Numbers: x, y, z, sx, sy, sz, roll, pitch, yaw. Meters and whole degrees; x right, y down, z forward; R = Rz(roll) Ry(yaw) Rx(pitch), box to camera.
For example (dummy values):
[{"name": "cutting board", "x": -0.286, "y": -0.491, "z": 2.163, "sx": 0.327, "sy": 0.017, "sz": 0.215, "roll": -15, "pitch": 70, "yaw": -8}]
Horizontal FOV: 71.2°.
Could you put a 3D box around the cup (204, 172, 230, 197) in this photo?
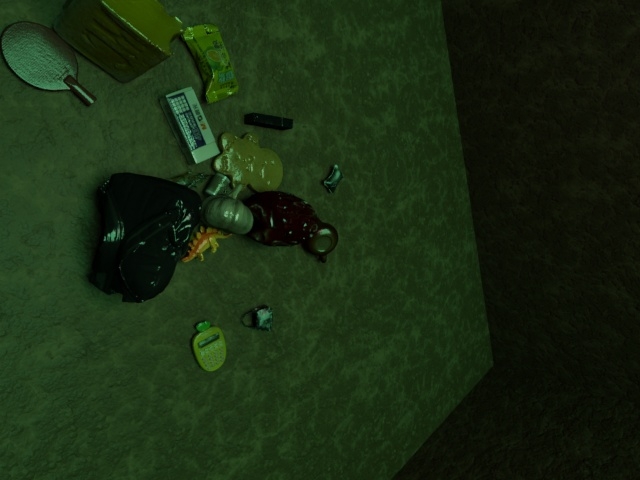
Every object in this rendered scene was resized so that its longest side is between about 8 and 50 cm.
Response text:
[{"name": "cup", "x": -0.437, "y": -0.219, "z": 1.884, "sx": 0.074, "sy": 0.102, "sz": 0.099, "roll": 28, "pitch": 72, "yaw": 0}]

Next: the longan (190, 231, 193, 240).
[{"name": "longan", "x": -0.550, "y": -0.023, "z": 1.791, "sx": 0.075, "sy": 0.083, "sz": 0.075, "roll": 32, "pitch": 30, "yaw": -20}]

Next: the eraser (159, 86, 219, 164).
[{"name": "eraser", "x": -0.516, "y": -0.452, "z": 1.776, "sx": 0.124, "sy": 0.081, "sz": 0.278, "roll": -36, "pitch": 116, "yaw": -34}]

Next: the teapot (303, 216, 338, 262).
[{"name": "teapot", "x": 0.000, "y": 0.000, "z": 2.256, "sx": 0.178, "sy": 0.135, "sz": 0.252, "roll": -12, "pitch": 124, "yaw": -7}]

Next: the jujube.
[{"name": "jujube", "x": -0.179, "y": -0.096, "z": 1.996, "sx": 0.377, "sy": 0.258, "sz": 0.258, "roll": -2, "pitch": 94, "yaw": -37}]

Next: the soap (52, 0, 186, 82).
[{"name": "soap", "x": -0.659, "y": -0.693, "z": 1.454, "sx": 0.293, "sy": 0.335, "sz": 0.156, "roll": 34, "pitch": 63, "yaw": -42}]

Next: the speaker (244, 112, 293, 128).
[{"name": "speaker", "x": -0.232, "y": -0.538, "z": 2.026, "sx": 0.218, "sy": 0.082, "sz": 0.044, "roll": -3, "pitch": 95, "yaw": -43}]

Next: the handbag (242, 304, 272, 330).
[{"name": "handbag", "x": -0.295, "y": 0.359, "z": 2.052, "sx": 0.139, "sy": 0.072, "sz": 0.115, "roll": 1, "pitch": 94, "yaw": -29}]

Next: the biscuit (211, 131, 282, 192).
[{"name": "biscuit", "x": -0.311, "y": -0.336, "z": 1.991, "sx": 0.355, "sy": 0.052, "sz": 0.275, "roll": 25, "pitch": 77, "yaw": -39}]

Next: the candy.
[{"name": "candy", "x": -0.443, "y": -0.724, "z": 1.823, "sx": 0.187, "sy": 0.081, "sz": 0.297, "roll": -34, "pitch": 115, "yaw": -37}]

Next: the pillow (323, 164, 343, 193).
[{"name": "pillow", "x": 0.069, "y": -0.319, "z": 2.333, "sx": 0.091, "sy": 0.055, "sz": 0.135, "roll": 37, "pitch": 66, "yaw": -18}]

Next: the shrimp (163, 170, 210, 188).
[{"name": "shrimp", "x": -0.558, "y": -0.178, "z": 1.782, "sx": 0.296, "sy": 0.058, "sz": 0.169, "roll": -25, "pitch": 117, "yaw": -35}]

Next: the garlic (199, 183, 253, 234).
[{"name": "garlic", "x": -0.370, "y": -0.138, "z": 1.812, "sx": 0.219, "sy": 0.219, "sz": 0.212, "roll": 26, "pitch": 73, "yaw": -40}]

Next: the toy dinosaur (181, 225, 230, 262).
[{"name": "toy dinosaur", "x": -0.473, "y": -0.004, "z": 1.860, "sx": 0.288, "sy": 0.070, "sz": 0.117, "roll": -41, "pitch": 118, "yaw": -38}]

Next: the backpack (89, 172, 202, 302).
[{"name": "backpack", "x": -0.626, "y": -0.005, "z": 1.561, "sx": 0.255, "sy": 0.364, "sz": 0.445, "roll": -1, "pitch": 107, "yaw": -78}]

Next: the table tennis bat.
[{"name": "table tennis bat", "x": -0.880, "y": -0.570, "z": 1.468, "sx": 0.310, "sy": 0.038, "sz": 0.200, "roll": 46, "pitch": 64, "yaw": -34}]

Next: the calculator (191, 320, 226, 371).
[{"name": "calculator", "x": -0.476, "y": 0.449, "z": 1.910, "sx": 0.146, "sy": 0.032, "sz": 0.234, "roll": -25, "pitch": 111, "yaw": -39}]
